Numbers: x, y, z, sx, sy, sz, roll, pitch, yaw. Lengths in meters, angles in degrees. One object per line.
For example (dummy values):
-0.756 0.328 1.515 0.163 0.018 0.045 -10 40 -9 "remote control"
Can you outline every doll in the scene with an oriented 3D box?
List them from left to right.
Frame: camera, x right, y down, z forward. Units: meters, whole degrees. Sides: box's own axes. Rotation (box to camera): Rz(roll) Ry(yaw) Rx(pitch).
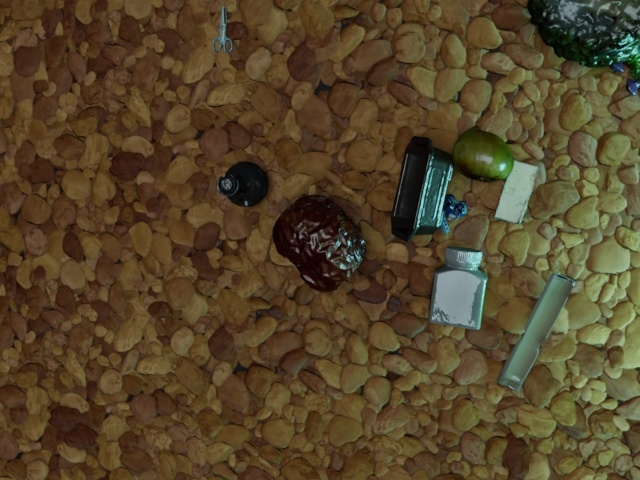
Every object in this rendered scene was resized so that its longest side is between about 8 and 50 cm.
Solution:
0.719 -0.419 1.474 0.115 0.050 0.190 -36 83 13 "doll"

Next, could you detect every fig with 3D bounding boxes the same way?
0.384 -0.197 1.536 0.153 0.136 0.121 38 94 21 "fig"

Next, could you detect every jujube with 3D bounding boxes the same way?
0.000 0.000 1.613 0.232 0.213 0.213 44 104 7 "jujube"

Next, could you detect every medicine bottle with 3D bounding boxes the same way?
0.343 0.114 1.601 0.131 0.088 0.189 8 97 13 "medicine bottle"

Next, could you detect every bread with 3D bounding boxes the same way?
0.476 -0.117 1.575 0.068 0.028 0.154 17 99 12 "bread"

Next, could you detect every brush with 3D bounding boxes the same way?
0.526 0.224 1.592 0.060 0.050 0.321 23 108 8 "brush"

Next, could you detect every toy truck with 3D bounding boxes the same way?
0.319 -0.064 1.611 0.073 0.056 0.090 30 115 14 "toy truck"

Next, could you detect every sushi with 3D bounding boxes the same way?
0.638 -0.545 1.396 0.352 0.178 0.294 -39 76 12 "sushi"

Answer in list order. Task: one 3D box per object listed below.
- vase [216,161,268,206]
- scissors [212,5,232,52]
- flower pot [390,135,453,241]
-0.208 -0.145 1.664 0.120 0.183 0.120 1 95 15 "vase"
-0.260 -0.561 1.722 0.058 0.014 0.119 5 100 13 "scissors"
0.252 -0.121 1.574 0.084 0.179 0.251 10 98 -13 "flower pot"
